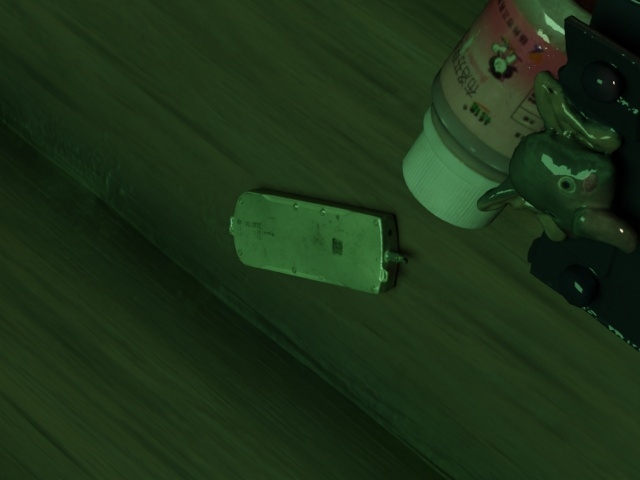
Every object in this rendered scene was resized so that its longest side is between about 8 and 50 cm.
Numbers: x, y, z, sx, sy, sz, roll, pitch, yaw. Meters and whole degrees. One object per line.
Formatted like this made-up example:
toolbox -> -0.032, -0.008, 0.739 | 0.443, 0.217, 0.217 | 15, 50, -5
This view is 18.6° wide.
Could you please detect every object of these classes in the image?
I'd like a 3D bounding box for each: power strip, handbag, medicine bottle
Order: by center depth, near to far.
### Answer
handbag -> 0.264, -0.035, 1.556 | 0.269, 0.118, 0.326 | 32, 148, 24
medicine bottle -> 0.173, -0.127, 1.693 | 0.147, 0.147, 0.247 | 50, 127, 19
power strip -> 0.000, 0.000, 1.951 | 0.227, 0.029, 0.080 | 12, 107, 39
